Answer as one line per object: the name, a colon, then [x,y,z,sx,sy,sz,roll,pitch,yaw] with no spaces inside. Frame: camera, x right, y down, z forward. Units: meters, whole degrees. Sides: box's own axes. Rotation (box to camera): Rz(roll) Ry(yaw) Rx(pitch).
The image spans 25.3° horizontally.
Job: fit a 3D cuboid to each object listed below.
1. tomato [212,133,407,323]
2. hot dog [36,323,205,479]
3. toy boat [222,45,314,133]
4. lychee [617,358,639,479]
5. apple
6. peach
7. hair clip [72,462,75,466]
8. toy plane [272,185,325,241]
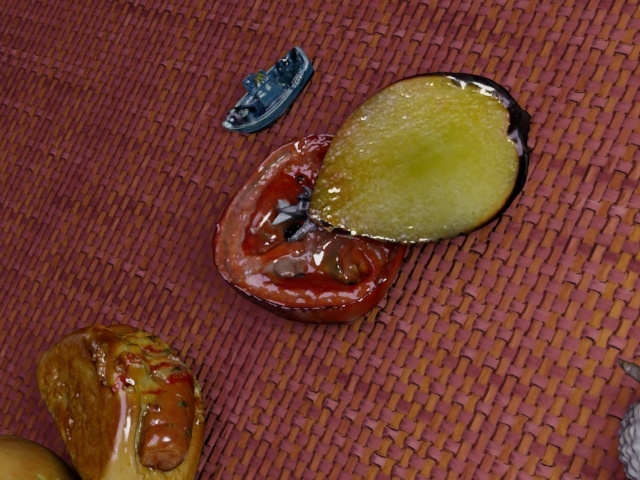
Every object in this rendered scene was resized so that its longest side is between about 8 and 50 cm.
tomato: [-0.001,0.003,1.593,0.228,0.101,0.228,-8,60,14]
hot dog: [-0.224,0.186,1.655,0.153,0.150,0.256,-54,44,16]
toy boat: [-0.067,-0.186,1.773,0.137,0.061,0.060,-44,47,14]
lychee: [0.327,0.157,1.192,0.165,0.165,0.197,-46,68,11]
apple: [-0.378,0.315,1.689,0.199,0.199,0.199,-19,57,32]
peach: [0.102,-0.071,1.516,0.279,0.068,0.189,-27,67,-18]
hair clip: [-0.237,0.315,1.653,0.046,0.072,0.173,-31,41,-3]
toy plane: [-0.009,-0.031,1.540,0.083,0.031,0.078,-3,50,17]
